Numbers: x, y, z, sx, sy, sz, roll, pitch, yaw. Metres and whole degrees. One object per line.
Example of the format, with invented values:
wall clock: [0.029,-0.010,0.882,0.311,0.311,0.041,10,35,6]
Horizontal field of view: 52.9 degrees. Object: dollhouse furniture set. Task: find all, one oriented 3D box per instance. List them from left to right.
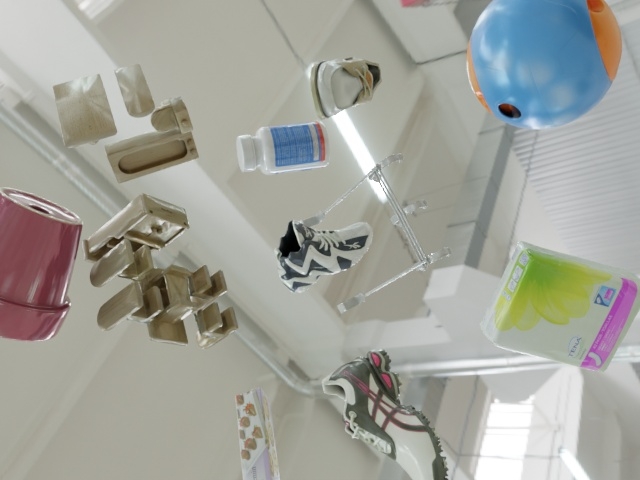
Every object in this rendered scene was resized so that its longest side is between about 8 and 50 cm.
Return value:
dollhouse furniture set: [-0.226,-0.118,0.799,0.151,0.144,0.123,83,163,-47]
dollhouse furniture set: [-0.291,0.072,1.075,0.212,0.161,0.242,24,-141,-51]

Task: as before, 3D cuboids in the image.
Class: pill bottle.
pill bottle: [-0.097,-0.234,1.645,0.221,0.124,0.124,-9,-94,-16]

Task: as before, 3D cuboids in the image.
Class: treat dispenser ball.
treat dispenser ball: [0.435,-0.364,1.265,0.288,0.288,0.288,17,-113,-47]

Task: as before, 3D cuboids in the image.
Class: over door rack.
over door rack: [0.118,-0.014,1.398,0.108,0.324,0.239,-18,-102,-44]

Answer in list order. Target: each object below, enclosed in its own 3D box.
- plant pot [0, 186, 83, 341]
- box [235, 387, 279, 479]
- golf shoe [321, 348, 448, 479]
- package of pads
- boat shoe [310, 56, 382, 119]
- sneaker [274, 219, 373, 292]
plant pot: [-0.456,0.028,0.969,0.201,0.201,0.180,24,-86,-45]
box: [-0.126,0.470,1.343,0.067,0.063,0.324,64,-170,-49]
golf shoe: [0.102,0.298,1.011,0.120,0.273,0.105,-16,-51,-17]
package of pads: [0.519,0.149,1.389,0.296,0.229,0.101,16,-160,-10]
boat shoe: [0.057,-0.331,1.336,0.302,0.103,0.113,-62,-38,-60]
sneaker: [0.000,0.000,1.407,0.094,0.235,0.153,61,178,44]
